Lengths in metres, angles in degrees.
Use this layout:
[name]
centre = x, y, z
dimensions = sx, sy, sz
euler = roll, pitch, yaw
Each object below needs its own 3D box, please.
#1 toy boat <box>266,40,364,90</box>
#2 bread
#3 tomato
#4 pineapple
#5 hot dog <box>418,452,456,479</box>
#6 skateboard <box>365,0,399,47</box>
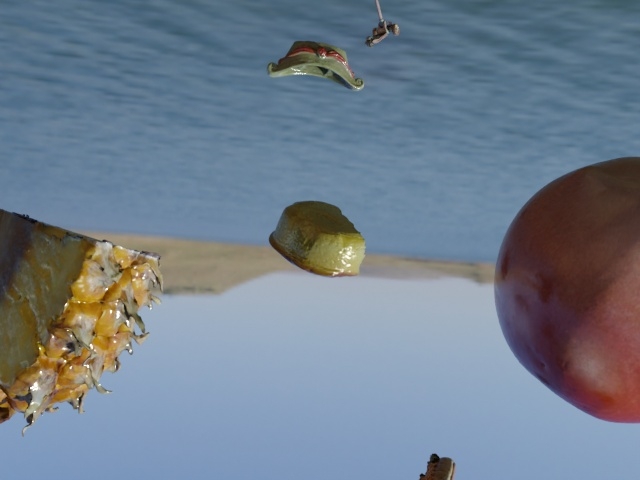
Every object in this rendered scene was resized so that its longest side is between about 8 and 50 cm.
[toy boat]
centre = -0.006, -0.323, 1.936
dimensions = 0.185, 0.071, 0.089
euler = 8, 171, -12
[bread]
centre = -0.010, -0.003, 1.555
dimensions = 0.125, 0.086, 0.156
euler = 12, -159, -22
[tomato]
centre = 0.371, 0.049, 1.278
dimensions = 0.321, 0.322, 0.321
euler = 4, 179, 0
[pineapple]
centre = -0.315, 0.121, 1.165
dimensions = 0.344, 0.286, 0.209
euler = 14, 173, 44
[hot dog]
centre = 0.186, 0.405, 1.722
dimensions = 0.055, 0.072, 0.188
euler = 27, -167, 7
[skateboard]
centre = 0.053, -0.249, 1.105
dimensions = 0.032, 0.083, 0.064
euler = -6, -160, 27
